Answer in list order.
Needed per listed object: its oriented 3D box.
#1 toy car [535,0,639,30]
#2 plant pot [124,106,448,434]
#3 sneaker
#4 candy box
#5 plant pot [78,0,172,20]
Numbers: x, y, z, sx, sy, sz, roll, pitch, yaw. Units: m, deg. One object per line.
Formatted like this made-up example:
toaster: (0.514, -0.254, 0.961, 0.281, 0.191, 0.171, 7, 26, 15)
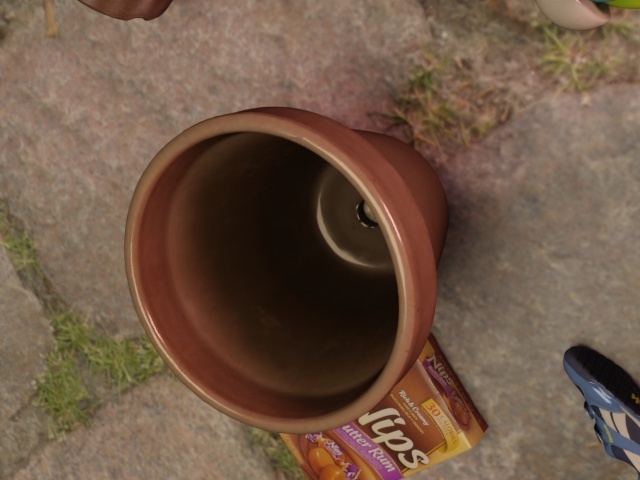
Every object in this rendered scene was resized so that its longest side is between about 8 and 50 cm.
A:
toy car: (0.199, -0.250, 0.866, 0.159, 0.136, 0.182, -37, 88, 31)
plant pot: (0.000, 0.000, 0.996, 0.263, 0.229, 0.263, 9, 111, 24)
sneaker: (0.259, 0.156, 1.020, 0.144, 0.053, 0.059, 48, 123, 7)
candy box: (0.055, 0.179, 1.132, 0.187, 0.053, 0.109, -31, 90, 30)
plant pot: (-0.159, -0.295, 1.027, 0.167, 0.167, 0.165, 44, 127, 8)
